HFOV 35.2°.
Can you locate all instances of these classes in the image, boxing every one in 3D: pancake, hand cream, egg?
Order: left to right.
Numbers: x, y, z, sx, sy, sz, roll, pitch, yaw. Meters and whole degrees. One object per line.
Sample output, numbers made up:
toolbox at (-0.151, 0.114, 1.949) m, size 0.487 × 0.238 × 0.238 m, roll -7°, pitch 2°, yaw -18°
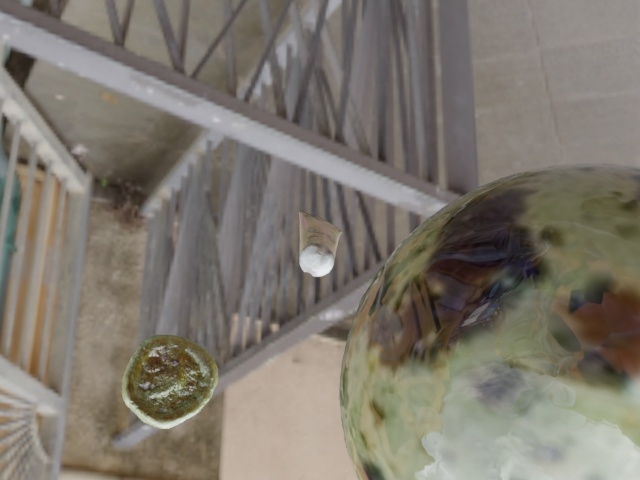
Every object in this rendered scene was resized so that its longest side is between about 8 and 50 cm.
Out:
pancake at (-0.165, 0.154, 1.100) m, size 0.108 × 0.108 × 0.017 m, roll 2°, pitch 158°, yaw -1°
hand cream at (0.000, 0.000, 1.191) m, size 0.061 × 0.143 × 0.039 m, roll 23°, pitch 111°, yaw -8°
egg at (0.224, 0.116, 0.756) m, size 0.428 × 0.345 × 0.345 m, roll 2°, pitch 158°, yaw -22°
